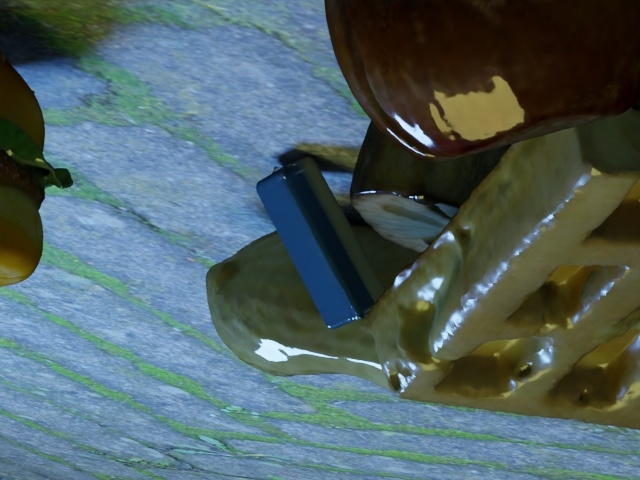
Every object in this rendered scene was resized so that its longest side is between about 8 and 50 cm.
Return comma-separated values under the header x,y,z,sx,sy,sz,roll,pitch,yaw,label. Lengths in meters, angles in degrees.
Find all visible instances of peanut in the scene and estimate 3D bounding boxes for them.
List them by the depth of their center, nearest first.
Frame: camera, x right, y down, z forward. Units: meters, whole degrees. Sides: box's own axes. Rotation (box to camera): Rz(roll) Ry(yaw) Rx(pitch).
x,y,z,sx,sy,sz,roll,pitch,yaw,label
0.055,0.057,1.407,0.319,0.147,0.147,-2,160,32,peanut

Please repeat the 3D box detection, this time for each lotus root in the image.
x,y,z,sx,sy,sz,roll,pitch,yaw,label
0.132,-0.018,1.206,0.261,0.074,0.170,20,163,-33,lotus root

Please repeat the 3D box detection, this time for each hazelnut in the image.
x,y,z,sx,sy,sz,roll,pitch,yaw,label
0.078,-0.109,0.846,0.154,0.143,0.143,-12,153,39,hazelnut

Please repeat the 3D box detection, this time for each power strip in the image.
x,y,z,sx,sy,sz,roll,pitch,yaw,label
0.000,0.000,1.309,0.032,0.123,0.056,-28,180,-27,power strip

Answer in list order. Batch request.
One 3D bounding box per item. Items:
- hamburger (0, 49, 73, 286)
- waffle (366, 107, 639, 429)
x,y,z,sx,sy,sz,roll,pitch,yaw,label
-0.283,-0.060,1.183,0.246,0.170,0.246,0,169,0,hamburger
0.233,0.031,1.112,0.348,0.077,0.304,9,147,-17,waffle
